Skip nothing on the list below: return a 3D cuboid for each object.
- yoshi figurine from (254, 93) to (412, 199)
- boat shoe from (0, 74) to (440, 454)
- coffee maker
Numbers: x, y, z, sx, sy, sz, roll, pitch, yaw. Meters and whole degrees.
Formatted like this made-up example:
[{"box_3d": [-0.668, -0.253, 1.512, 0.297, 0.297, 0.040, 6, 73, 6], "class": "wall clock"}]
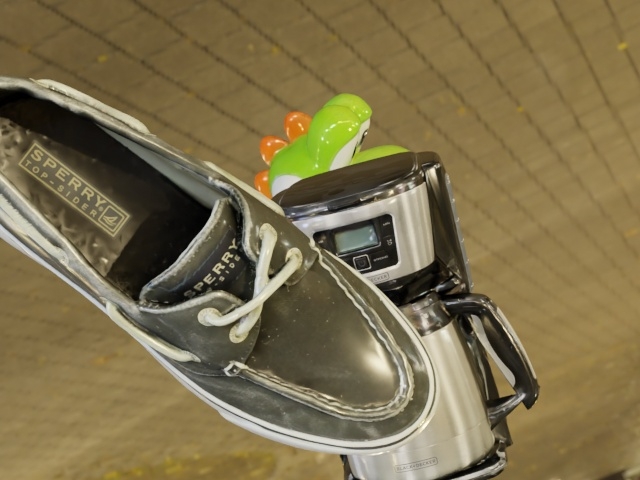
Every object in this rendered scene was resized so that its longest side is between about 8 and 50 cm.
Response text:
[{"box_3d": [0.018, 0.017, 1.413, 0.203, 0.204, 0.362, 3, 129, -20], "class": "yoshi figurine"}, {"box_3d": [-0.044, 0.014, 0.473, 0.078, 0.219, 0.070, -60, -170, -11], "class": "boat shoe"}, {"box_3d": [0.035, 0.044, 0.744, 0.120, 0.178, 0.171, -17, -172, -15], "class": "coffee maker"}]
